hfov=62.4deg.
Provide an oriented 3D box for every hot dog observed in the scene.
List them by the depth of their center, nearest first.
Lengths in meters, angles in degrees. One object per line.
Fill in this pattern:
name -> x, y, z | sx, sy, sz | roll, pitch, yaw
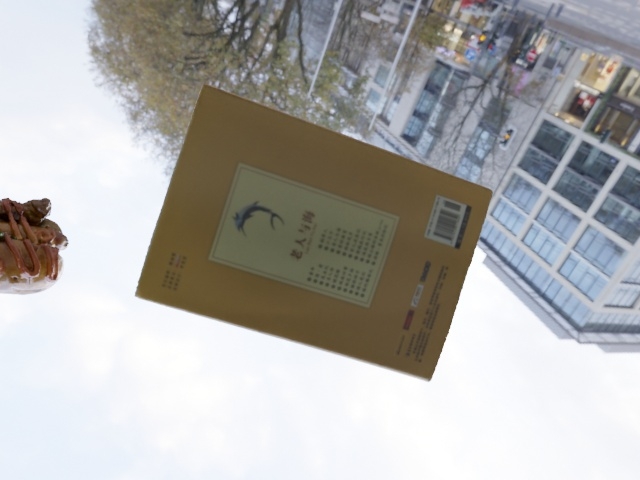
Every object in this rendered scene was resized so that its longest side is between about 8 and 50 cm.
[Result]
hot dog -> -0.529, -0.009, 0.713 | 0.348, 0.117, 0.158 | 7, -139, -31

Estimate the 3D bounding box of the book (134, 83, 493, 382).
book -> 0.000, 0.000, 0.650 | 0.388, 0.269, 0.032 | 19, 180, -9
